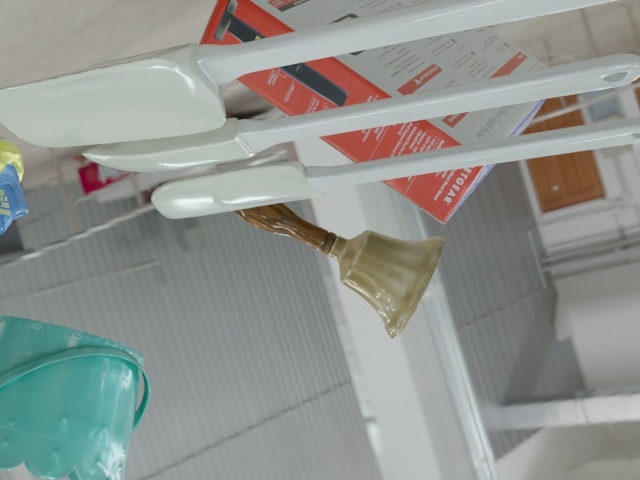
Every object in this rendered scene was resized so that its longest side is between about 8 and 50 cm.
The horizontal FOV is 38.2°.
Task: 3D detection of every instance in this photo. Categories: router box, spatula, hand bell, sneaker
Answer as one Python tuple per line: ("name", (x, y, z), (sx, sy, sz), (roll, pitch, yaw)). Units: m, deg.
("router box", (0.081, -0.190, 0.994), (0.082, 0.301, 0.335), (-59, 170, 33))
("spatula", (0.014, -0.047, 0.364), (0.242, 0.019, 0.168), (-8, 160, 15))
("hand bell", (0.000, 0.000, 1.017), (0.242, 0.126, 0.126), (26, 179, -1))
("sneaker", (-0.431, -0.037, 1.057), (0.091, 0.126, 0.240), (-16, -172, 44))

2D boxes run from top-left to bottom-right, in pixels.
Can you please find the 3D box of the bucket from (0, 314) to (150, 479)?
("bucket", (-0.366, 0.216, 1.209), (0.281, 0.183, 0.281), (10, 163, 3))
